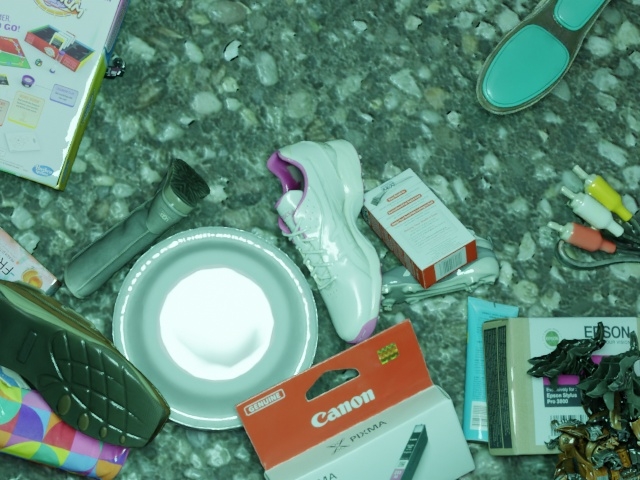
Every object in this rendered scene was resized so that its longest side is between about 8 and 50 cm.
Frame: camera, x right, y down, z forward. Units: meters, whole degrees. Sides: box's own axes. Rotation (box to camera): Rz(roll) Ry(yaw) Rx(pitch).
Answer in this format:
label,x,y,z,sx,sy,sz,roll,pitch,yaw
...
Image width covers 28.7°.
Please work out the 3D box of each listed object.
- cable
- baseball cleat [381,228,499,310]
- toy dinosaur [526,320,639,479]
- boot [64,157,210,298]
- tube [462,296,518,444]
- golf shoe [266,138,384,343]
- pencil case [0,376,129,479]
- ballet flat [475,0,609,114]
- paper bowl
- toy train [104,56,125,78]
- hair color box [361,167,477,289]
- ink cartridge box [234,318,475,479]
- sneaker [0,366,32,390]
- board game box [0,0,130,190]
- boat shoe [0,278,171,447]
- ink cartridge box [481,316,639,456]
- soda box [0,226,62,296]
label,x,y,z,sx,sy,sz,roll,pitch,yaw
cable,0.465,0.010,1.843,0.287,0.072,0.139,26,84,0
baseball cleat,0.153,0.035,1.822,0.206,0.072,0.109,-7,65,-8
toy dinosaur,0.393,0.236,1.675,0.322,0.164,0.218,-48,114,-37
boot,-0.259,-0.015,1.769,0.076,0.189,0.208,44,106,-5
tube,0.240,0.188,1.804,0.080,0.052,0.207,13,76,-19
golf shoe,0.000,0.000,1.757,0.140,0.115,0.306,3,65,-33
pencil case,-0.371,0.248,1.676,0.236,0.104,0.104,24,78,-25
ballet flat,0.338,-0.300,1.869,0.107,0.106,0.316,44,80,-4
paper bowl,-0.144,0.120,1.732,0.284,0.148,0.284,1,79,-5
toy train,-0.366,-0.260,1.839,0.158,0.027,0.036,8,90,-3
hair color box,0.138,-0.018,1.788,0.093,0.053,0.167,-30,54,-12
ink cartridge box,0.052,0.271,1.711,0.275,0.060,0.238,-26,116,-9
sneaker,-0.456,0.207,1.731,0.085,0.058,0.152,-40,92,-19
board game box,-0.432,-0.257,1.788,0.242,0.064,0.316,19,88,-2
boat shoe,-0.333,0.145,1.664,0.324,0.120,0.122,35,109,6
ink cartridge box,0.354,0.204,1.766,0.235,0.088,0.193,1,81,-19
soda box,-0.452,0.021,1.765,0.183,0.058,0.063,42,80,4
